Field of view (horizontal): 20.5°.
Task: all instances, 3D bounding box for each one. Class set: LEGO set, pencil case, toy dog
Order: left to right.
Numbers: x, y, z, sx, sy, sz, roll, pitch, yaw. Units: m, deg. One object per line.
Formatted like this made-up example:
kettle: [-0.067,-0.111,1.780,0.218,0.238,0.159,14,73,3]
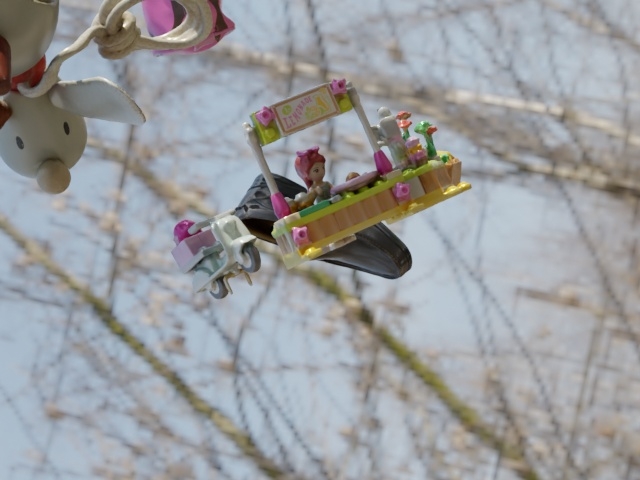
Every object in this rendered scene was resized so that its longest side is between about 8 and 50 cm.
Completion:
toy dog: [-0.209,-0.114,1.236,0.334,0.220,0.161,36,-149,-59]
pencil case: [-0.132,-0.269,1.582,0.095,0.098,0.209,-19,-76,-27]
LEGO set: [0.023,-0.057,1.251,0.287,0.132,0.107,-24,-90,-44]

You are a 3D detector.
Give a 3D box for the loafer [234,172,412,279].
loafer: [0.000,0.000,1.590,0.061,0.170,0.062,-51,-27,-37]
